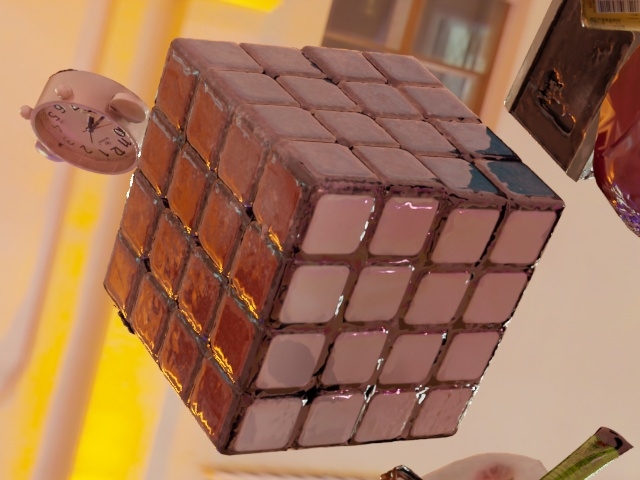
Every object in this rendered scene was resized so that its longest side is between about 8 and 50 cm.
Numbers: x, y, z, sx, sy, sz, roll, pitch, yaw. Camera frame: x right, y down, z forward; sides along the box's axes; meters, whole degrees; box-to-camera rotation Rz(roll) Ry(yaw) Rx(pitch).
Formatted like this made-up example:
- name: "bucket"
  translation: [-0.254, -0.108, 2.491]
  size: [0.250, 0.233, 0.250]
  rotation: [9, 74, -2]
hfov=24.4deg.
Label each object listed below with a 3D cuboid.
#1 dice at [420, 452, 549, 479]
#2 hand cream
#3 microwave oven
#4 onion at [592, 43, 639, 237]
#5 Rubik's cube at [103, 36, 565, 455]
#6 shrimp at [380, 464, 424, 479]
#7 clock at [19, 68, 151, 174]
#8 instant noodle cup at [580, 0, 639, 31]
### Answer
- name: "dice"
  translation: [0.248, 0.485, 2.105]
  size: [0.262, 0.265, 0.268]
  rotation: [-23, -149, 0]
- name: "hand cream"
  translation: [0.199, 0.190, 1.197]
  size: [0.122, 0.023, 0.036]
  rotation: [-33, -141, -24]
- name: "microwave oven"
  translation: [0.401, -0.238, 1.815]
  size: [0.237, 0.295, 0.181]
  rotation: [-9, -133, -34]
- name: "onion"
  translation: [0.289, -0.059, 1.111]
  size: [0.139, 0.195, 0.218]
  rotation: [19, -142, -11]
- name: "Rubik's cube"
  translation: [0.000, 0.000, 1.646]
  size: [0.337, 0.344, 0.344]
  rotation: [0, -146, -35]
- name: "shrimp"
  translation: [0.108, 0.322, 1.441]
  size: [0.117, 0.066, 0.262]
  rotation: [35, -165, -23]
- name: "clock"
  translation: [-0.294, -0.154, 1.904]
  size: [0.155, 0.063, 0.229]
  rotation: [37, 143, -26]
- name: "instant noodle cup"
  translation: [0.318, -0.277, 1.417]
  size: [0.144, 0.182, 0.182]
  rotation: [-2, -175, 13]
